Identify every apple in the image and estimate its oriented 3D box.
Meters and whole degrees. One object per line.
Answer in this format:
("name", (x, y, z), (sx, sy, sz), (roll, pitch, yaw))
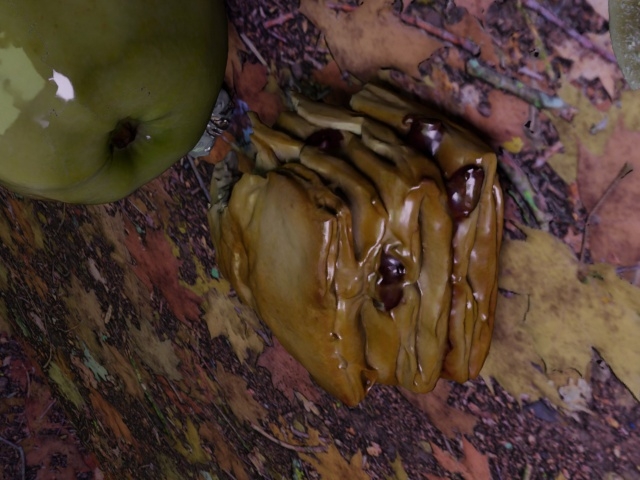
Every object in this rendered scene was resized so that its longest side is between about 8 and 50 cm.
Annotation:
("apple", (-0.268, -0.216, 0.876), (0.357, 0.357, 0.357), (31, 138, 33))

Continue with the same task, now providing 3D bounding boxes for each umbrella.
("umbrella", (-0.146, -0.152, 1.035), (0.143, 0.062, 0.067), (-38, 65, 60))

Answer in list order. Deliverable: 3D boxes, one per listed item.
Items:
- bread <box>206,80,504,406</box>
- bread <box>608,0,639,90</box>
("bread", (0.000, 0.000, 0.865), (0.370, 0.191, 0.314), (26, 135, 39))
("bread", (0.257, -0.183, 0.540), (0.193, 0.036, 0.112), (-25, 96, 55))
